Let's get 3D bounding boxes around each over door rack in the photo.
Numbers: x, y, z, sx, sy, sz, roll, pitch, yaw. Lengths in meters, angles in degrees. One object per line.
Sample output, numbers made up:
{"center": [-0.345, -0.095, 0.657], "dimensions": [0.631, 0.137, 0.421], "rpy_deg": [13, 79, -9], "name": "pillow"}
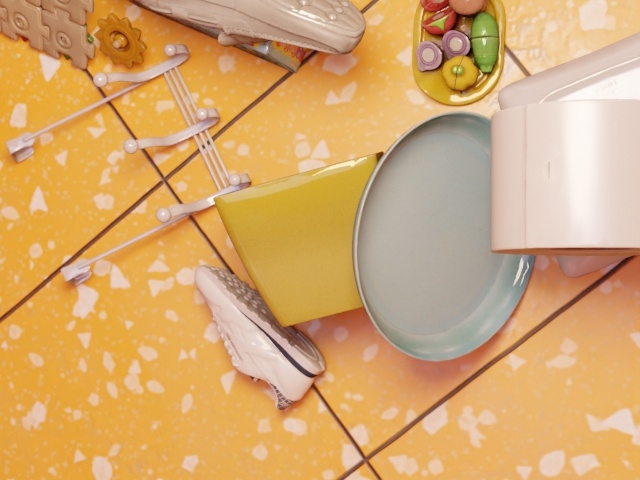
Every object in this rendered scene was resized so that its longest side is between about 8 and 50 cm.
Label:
{"center": [-0.291, -0.108, 1.747], "dimensions": [0.324, 0.108, 0.240], "rpy_deg": [-28, 79, 13], "name": "over door rack"}

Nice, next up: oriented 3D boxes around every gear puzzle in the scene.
{"center": [-0.394, -0.351, 1.787], "dimensions": [0.339, 0.044, 0.175], "rpy_deg": [25, 136, 16], "name": "gear puzzle"}

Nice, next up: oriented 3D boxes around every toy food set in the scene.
{"center": [0.182, -0.295, 1.639], "dimensions": [0.128, 0.071, 0.218], "rpy_deg": [1, 87, 16], "name": "toy food set"}

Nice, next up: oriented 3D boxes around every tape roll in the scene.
{"center": [0.325, -0.069, 1.448], "dimensions": [0.246, 0.246, 0.169], "rpy_deg": [0, 87, 16], "name": "tape roll"}

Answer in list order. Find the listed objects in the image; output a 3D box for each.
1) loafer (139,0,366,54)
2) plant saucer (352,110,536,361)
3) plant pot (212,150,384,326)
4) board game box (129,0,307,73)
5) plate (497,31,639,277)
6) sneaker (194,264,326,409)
{"center": [-0.093, -0.301, 1.563], "dimensions": [0.319, 0.112, 0.111], "rpy_deg": [24, 130, 15], "name": "loafer"}
{"center": [0.155, -0.006, 1.539], "dimensions": [0.043, 0.317, 0.318], "rpy_deg": [14, 91, 51], "name": "plant saucer"}
{"center": [0.000, 0.000, 1.603], "dimensions": [0.212, 0.212, 0.187], "rpy_deg": [-15, 93, 7], "name": "plant pot"}
{"center": [-0.144, -0.361, 1.700], "dimensions": [0.275, 0.144, 0.142], "rpy_deg": [25, 94, 15], "name": "board game box"}
{"center": [0.400, -0.125, 1.580], "dimensions": [0.277, 0.045, 0.278], "rpy_deg": [-21, 81, 15], "name": "plate"}
{"center": [-0.103, 0.130, 1.693], "dimensions": [0.235, 0.090, 0.095], "rpy_deg": [45, 108, 15], "name": "sneaker"}
